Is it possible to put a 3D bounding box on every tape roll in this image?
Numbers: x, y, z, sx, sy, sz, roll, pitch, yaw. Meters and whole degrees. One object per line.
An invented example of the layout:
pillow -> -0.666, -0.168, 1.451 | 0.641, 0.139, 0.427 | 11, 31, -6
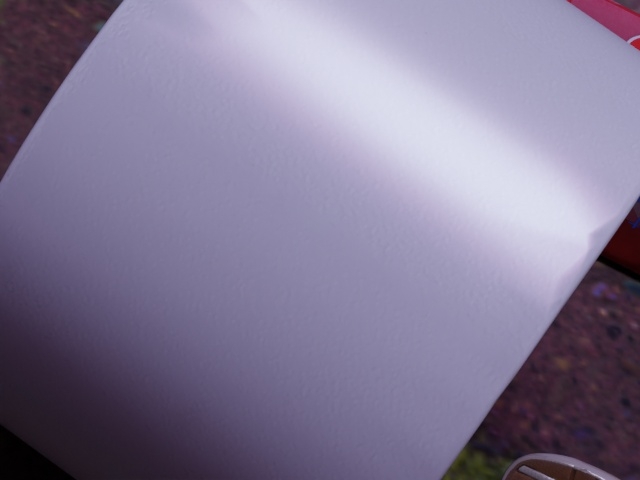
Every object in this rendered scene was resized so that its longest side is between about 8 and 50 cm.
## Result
tape roll -> 0.000, 0.000, 0.693 | 0.169, 0.246, 0.246 | 35, 42, 5

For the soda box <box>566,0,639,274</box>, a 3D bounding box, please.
soda box -> 0.189, -0.032, 0.942 | 0.263, 0.092, 0.083 | 27, 42, -4

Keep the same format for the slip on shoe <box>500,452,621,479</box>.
slip on shoe -> 0.135, 0.132, 0.795 | 0.135, 0.051, 0.041 | 25, 2, 6
